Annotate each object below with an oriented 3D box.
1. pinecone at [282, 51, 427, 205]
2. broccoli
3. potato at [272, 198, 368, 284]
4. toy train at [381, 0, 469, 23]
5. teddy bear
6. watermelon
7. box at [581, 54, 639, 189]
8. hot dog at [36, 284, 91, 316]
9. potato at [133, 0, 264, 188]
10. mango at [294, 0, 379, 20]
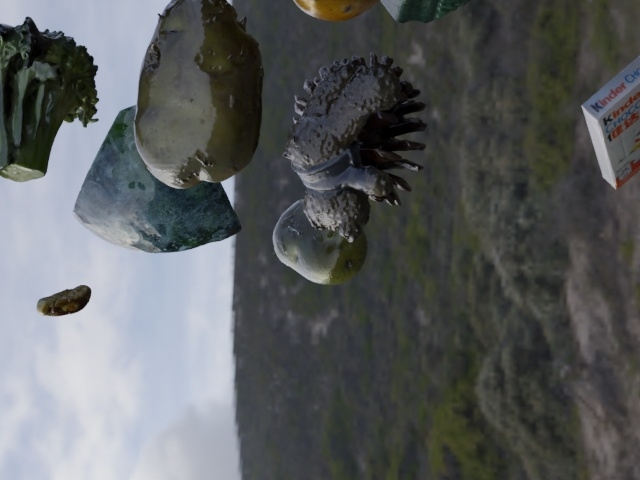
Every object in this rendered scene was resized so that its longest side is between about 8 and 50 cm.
[{"bbox_3d":[0.059,-0.187,1.914,0.264,0.264,0.264,3,-90,-84],"label":"pinecone"},{"bbox_3d":[-0.462,-0.203,1.740,0.247,0.263,0.243,114,151,-56],"label":"broccoli"},{"bbox_3d":[0.000,0.000,2.332,0.248,0.144,0.169,33,115,53],"label":"potato"},{"bbox_3d":[0.180,-0.471,1.720,0.238,0.299,0.167,55,167,14],"label":"toy train"},{"bbox_3d":[0.016,-0.123,1.556,0.182,0.129,0.251,-140,49,-58],"label":"teddy bear"},{"bbox_3d":[-0.295,-0.103,2.012,0.320,0.290,0.213,52,-161,-36],"label":"watermelon"},{"bbox_3d":[0.564,-0.237,1.918,0.048,0.273,0.265,50,-178,31],"label":"box"},{"bbox_3d":[-0.379,0.095,1.737,0.090,0.034,0.030,-19,-47,-37],"label":"hot dog"},{"bbox_3d":[-0.176,-0.221,1.700,0.141,0.192,0.296,-41,-43,-72],"label":"potato"},{"bbox_3d":[0.034,-0.398,1.521,0.191,0.160,0.290,64,-142,-46],"label":"mango"}]
